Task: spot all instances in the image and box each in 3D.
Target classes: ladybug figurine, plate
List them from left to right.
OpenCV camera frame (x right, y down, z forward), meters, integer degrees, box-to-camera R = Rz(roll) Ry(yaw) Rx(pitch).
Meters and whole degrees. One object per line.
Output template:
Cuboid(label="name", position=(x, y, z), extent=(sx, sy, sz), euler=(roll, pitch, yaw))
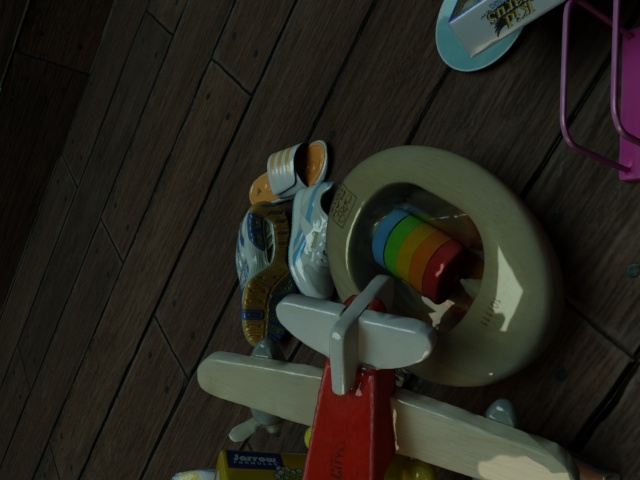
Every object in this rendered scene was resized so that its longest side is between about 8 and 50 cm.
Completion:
Cuboid(label="ladybug figurine", position=(0.173, 0.028, 1.022), extent=(0.449, 0.162, 0.305), euler=(43, 115, 46))
Cuboid(label="plate", position=(0.262, -0.359, 1.124), extent=(0.188, 0.024, 0.188), euler=(-18, 67, 47))

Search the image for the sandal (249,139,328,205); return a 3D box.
Cuboid(label="sandal", position=(-0.086, -0.128, 1.445), extent=(0.265, 0.076, 0.102), euler=(-24, 63, 45))

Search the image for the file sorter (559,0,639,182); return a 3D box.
Cuboid(label="file sorter", position=(0.427, -0.195, 0.756), extent=(0.290, 0.182, 0.202), euler=(-5, 77, 50))

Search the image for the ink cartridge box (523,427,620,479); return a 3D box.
Cuboid(label="ink cartridge box", position=(0.285, 0.351, 0.899), extent=(0.145, 0.045, 0.179), euler=(17, 92, 51))

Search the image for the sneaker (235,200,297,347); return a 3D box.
Cuboid(label="sneaker", position=(-0.117, 0.075, 1.431), extent=(0.131, 0.112, 0.296), euler=(150, 124, -63))

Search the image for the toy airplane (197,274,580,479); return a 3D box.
Cuboid(label="toy airplane", position=(0.059, 0.227, 0.885), extent=(0.384, 0.272, 0.386), euler=(-41, 75, 24))

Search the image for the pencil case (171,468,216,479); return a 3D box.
Cuboid(label="pencil case", position=(-0.228, 0.591, 1.396), extent=(0.113, 0.124, 0.273), euler=(-29, 60, 43))

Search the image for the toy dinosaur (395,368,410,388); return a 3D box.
Cuboid(label="toy dinosaur", position=(0.119, 0.225, 1.141), extent=(0.183, 0.053, 0.092), euler=(59, 143, 25))

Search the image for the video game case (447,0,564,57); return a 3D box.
Cuboid(label="video game case", position=(0.300, -0.371, 0.917), extent=(0.244, 0.061, 0.269), euler=(-27, 23, 34))

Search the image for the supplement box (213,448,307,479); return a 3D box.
Cuboid(label="supplement box", position=(-0.060, 0.505, 1.052), extent=(0.356, 0.195, 0.194), euler=(-120, 41, -65))

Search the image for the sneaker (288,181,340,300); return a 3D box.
Cuboid(label="sneaker", position=(0.000, 0.000, 1.302), extent=(0.092, 0.087, 0.229), euler=(-17, 70, 45))
